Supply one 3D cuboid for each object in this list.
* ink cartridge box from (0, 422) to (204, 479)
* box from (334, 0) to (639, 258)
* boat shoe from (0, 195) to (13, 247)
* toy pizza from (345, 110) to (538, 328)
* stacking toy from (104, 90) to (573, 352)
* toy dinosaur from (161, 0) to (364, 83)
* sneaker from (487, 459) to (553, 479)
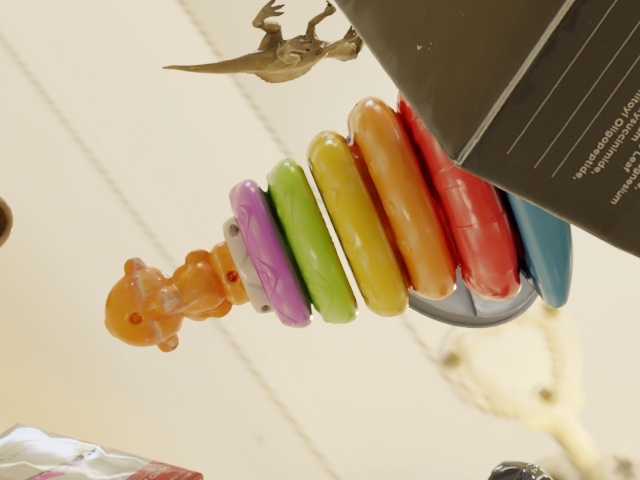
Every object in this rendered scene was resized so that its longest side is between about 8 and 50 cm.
[{"bbox_3d":[-0.166,0.191,1.178,0.198,0.115,0.067,11,-153,32],"label":"ink cartridge box"},{"bbox_3d":[0.178,-0.124,0.950,0.312,0.179,0.343,24,-160,-28],"label":"box"},{"bbox_3d":[-0.354,-0.012,1.339,0.110,0.122,0.341,9,-168,22],"label":"boat shoe"},{"bbox_3d":[0.094,-0.015,1.463,0.201,0.032,0.201,16,-127,-22],"label":"toy pizza"},{"bbox_3d":[0.000,0.000,1.189,0.166,0.301,0.175,-113,1,-75],"label":"stacking toy"},{"bbox_3d":[-0.035,-0.155,1.515,0.183,0.093,0.053,-10,-114,-15],"label":"toy dinosaur"},{"bbox_3d":[0.222,0.316,1.429,0.112,0.131,0.319,-35,-70,-47],"label":"sneaker"}]
